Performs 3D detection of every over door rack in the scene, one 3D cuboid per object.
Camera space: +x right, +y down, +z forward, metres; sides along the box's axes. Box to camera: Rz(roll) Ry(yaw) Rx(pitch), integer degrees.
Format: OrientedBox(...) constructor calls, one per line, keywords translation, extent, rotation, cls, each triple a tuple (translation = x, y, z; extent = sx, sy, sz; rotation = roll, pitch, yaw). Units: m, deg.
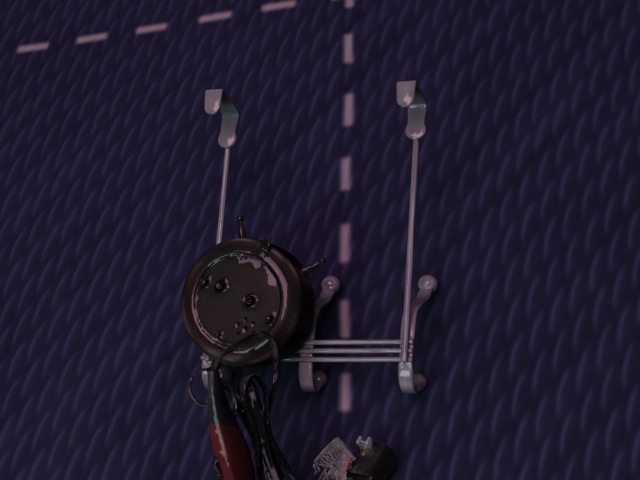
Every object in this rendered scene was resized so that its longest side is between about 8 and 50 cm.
OrientedBox(translation=(0.000, 0.000, 1.275), extent=(0.239, 0.108, 0.324), rotation=(-1, 82, 16), cls="over door rack")

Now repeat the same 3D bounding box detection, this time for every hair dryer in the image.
OrientedBox(translation=(-0.078, 0.255, 1.131), extent=(0.293, 0.223, 0.080), rotation=(-56, 17, -25), cls="hair dryer")

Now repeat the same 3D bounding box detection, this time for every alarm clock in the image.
OrientedBox(translation=(-0.084, 0.080, 1.203), extent=(0.129, 0.064, 0.192), rotation=(26, 94, 19), cls="alarm clock")
